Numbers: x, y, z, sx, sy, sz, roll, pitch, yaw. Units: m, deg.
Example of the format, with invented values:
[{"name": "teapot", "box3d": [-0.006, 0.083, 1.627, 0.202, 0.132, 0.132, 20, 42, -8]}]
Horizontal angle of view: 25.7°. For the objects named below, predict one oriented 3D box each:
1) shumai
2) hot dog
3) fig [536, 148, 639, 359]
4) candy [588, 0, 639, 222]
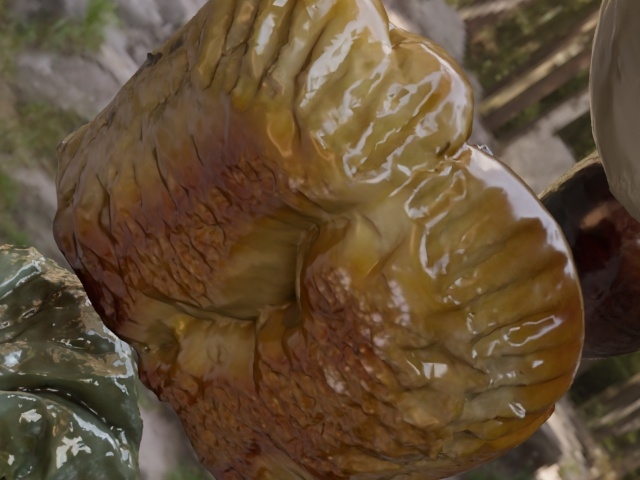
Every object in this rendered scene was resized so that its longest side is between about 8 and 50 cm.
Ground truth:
[{"name": "shumai", "box3d": [-0.338, 0.141, 1.219, 0.263, 0.309, 0.304, 6, 66, -55]}, {"name": "hot dog", "box3d": [0.000, 0.000, 0.934, 0.367, 0.196, 0.365, 54, -29, 1]}, {"name": "fig", "box3d": [0.285, 0.012, 1.333, 0.235, 0.235, 0.214, 1, 75, -80]}, {"name": "candy", "box3d": [0.271, -0.080, 0.668, 0.185, 0.295, 0.295, 47, 12, -47]}]
